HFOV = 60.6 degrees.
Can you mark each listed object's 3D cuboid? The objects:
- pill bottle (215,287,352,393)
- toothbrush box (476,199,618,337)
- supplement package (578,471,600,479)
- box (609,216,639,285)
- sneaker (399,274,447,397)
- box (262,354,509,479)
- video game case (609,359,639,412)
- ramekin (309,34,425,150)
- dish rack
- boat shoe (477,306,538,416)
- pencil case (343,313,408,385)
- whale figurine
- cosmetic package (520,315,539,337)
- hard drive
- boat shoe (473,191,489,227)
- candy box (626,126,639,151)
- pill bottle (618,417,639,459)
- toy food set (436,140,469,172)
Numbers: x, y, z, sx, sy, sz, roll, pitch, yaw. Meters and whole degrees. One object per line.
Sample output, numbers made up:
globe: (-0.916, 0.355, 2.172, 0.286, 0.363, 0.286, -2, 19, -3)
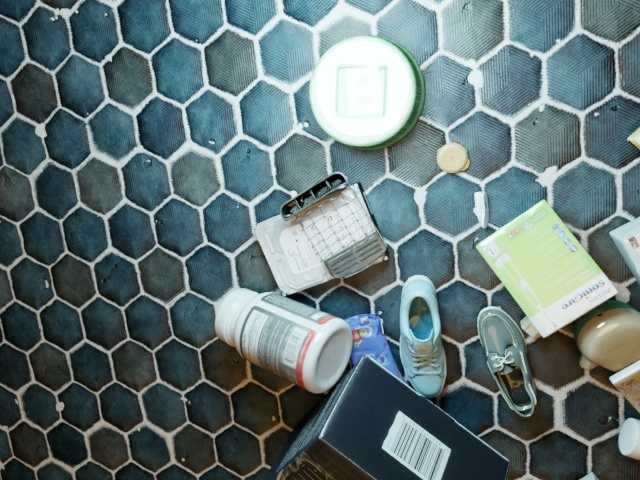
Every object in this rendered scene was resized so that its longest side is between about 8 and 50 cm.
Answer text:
pill bottle: (-0.110, 0.267, 1.546, 0.363, 0.210, 0.210, 18, 107, 33)
toothbrush box: (0.571, 0.070, 1.400, 0.206, 0.122, 0.283, -39, 74, 18)
supplement package: (0.740, 0.803, 1.520, 0.203, 0.194, 0.149, -43, 91, 18)
box: (0.858, 0.021, 1.358, 0.182, 0.119, 0.181, -31, 94, 18)
sneaker: (0.278, 0.289, 1.537, 0.135, 0.150, 0.366, -8, 100, 16)
box: (0.153, 0.648, 1.490, 0.480, 0.297, 0.471, 36, 135, 4)
video game case: (0.891, 0.347, 1.418, 0.227, 0.026, 0.206, -38, 124, 18)
ramekin: (0.116, -0.383, 1.425, 0.303, 0.148, 0.303, 3, 103, 12)
dish rack: (0.044, -0.030, 1.495, 0.208, 0.074, 0.271, -30, 94, 18)
boat shoe: (0.523, 0.338, 1.517, 0.116, 0.099, 0.319, -19, 97, 17)
pencil case: (0.161, 0.355, 1.596, 0.133, 0.119, 0.306, -22, 96, 7)
whale figurine: (0.776, 0.267, 1.444, 0.216, 0.141, 0.272, -34, 117, 17)
cosmetic package: (0.601, 0.204, 1.490, 0.041, 0.060, 0.115, 41, 106, 3)
hard drive: (0.000, 0.000, 1.584, 0.339, 0.064, 0.237, -20, 97, 17)
boat shoe: (0.432, -0.083, 1.483, 0.035, 0.035, 0.100, 4, 109, 40)
candy box: (0.924, -0.295, 1.288, 0.183, 0.087, 0.316, 43, 107, 1)
pill bottle: (0.938, 0.560, 1.450, 0.246, 0.136, 0.136, 17, 106, 9)
toy food set: (0.355, -0.223, 1.473, 0.083, 0.020, 0.082, -13, 99, 16)
